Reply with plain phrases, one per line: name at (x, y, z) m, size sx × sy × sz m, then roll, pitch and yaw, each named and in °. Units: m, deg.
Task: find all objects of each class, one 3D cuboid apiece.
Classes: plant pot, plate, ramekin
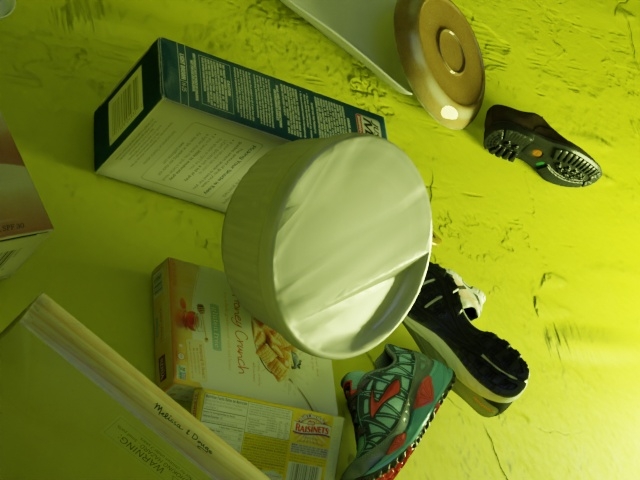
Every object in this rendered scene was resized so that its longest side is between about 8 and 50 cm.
plant pot at (0.193, -0.289, 2.381) m, size 0.236 × 0.032 × 0.236 m, roll 28°, pitch 53°, yaw -45°
plate at (0.059, -0.377, 2.371) m, size 0.278 × 0.045 × 0.277 m, roll 36°, pitch 44°, yaw -16°
ramekin at (0.000, 0.000, 1.856) m, size 0.273 × 0.127 × 0.272 m, roll -11°, pitch 107°, yaw -41°

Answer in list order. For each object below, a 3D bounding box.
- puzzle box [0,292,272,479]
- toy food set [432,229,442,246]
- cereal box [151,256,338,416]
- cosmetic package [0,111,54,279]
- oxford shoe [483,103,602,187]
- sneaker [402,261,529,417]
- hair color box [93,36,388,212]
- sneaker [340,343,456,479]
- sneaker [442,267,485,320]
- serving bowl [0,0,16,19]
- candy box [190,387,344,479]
puzzle box at (-0.200, 0.258, 1.547) m, size 0.409 × 0.272 × 0.052 m, roll 42°, pitch 39°, yaw -11°
toy food set at (0.077, -0.059, 2.159) m, size 0.218 × 0.071 × 0.128 m, roll 49°, pitch 18°, yaw -4°
cereal box at (-0.093, 0.128, 1.889) m, size 0.240 × 0.047 × 0.173 m, roll 15°, pitch 53°, yaw -33°
cosmetic package at (-0.434, -0.100, 1.697) m, size 0.153 × 0.129 × 0.296 m, roll -15°, pitch 72°, yaw -44°
oxford shoe at (0.359, -0.158, 2.449) m, size 0.227 × 0.083 × 0.096 m, roll 27°, pitch 43°, yaw -26°
sneaker at (0.164, 0.132, 2.082) m, size 0.100 × 0.108 × 0.271 m, roll -26°, pitch 64°, yaw -29°
hair color box at (-0.098, -0.123, 1.967) m, size 0.347 × 0.174 × 0.105 m, roll 18°, pitch 50°, yaw -32°
sneaker at (0.068, 0.227, 1.944) m, size 0.125 × 0.104 × 0.262 m, roll 33°, pitch 38°, yaw 6°
sneaker at (0.190, 0.076, 2.173) m, size 0.109 × 0.040 × 0.043 m, roll 29°, pitch 49°, yaw -22°
serving bowl at (-0.425, -0.306, 1.922) m, size 0.083 × 0.027 × 0.083 m, roll 21°, pitch 51°, yaw -28°
candy box at (-0.067, 0.244, 1.821) m, size 0.206 × 0.027 × 0.105 m, roll 16°, pitch 75°, yaw -32°
